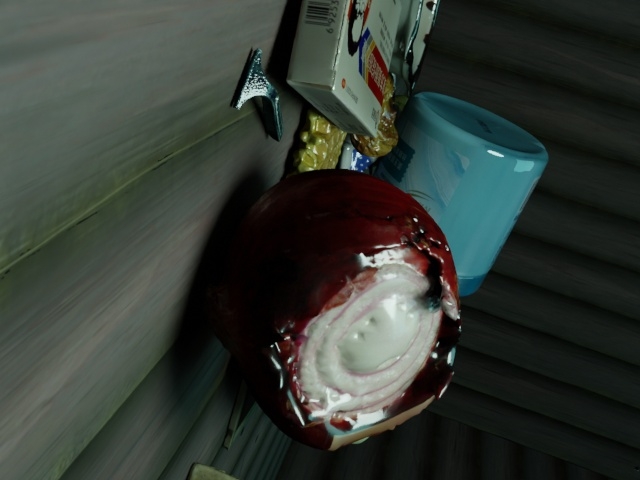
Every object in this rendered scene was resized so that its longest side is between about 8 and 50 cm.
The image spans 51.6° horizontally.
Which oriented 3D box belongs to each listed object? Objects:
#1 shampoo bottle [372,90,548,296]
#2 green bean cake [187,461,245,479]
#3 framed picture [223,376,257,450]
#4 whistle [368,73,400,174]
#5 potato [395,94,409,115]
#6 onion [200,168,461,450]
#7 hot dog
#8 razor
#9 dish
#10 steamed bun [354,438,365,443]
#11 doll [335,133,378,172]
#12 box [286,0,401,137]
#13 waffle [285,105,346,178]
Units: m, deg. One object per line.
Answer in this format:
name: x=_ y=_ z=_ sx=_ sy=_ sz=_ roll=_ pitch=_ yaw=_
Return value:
shampoo bottle: x=0.279 y=-0.109 z=1.459 sx=0.331 sy=0.331 sz=0.343 roll=-58 pitch=172 yaw=-64
green bean cake: x=-0.139 y=0.439 z=1.097 sx=0.109 sy=0.179 sz=0.085 roll=86 pitch=25 yaw=-67
framed picture: x=-0.129 y=0.259 z=1.370 sx=0.211 sy=0.020 sz=0.289 roll=-47 pitch=155 yaw=-72
whistle: x=0.133 y=-0.308 z=1.538 sx=0.142 sy=0.133 sz=0.346 roll=-57 pitch=155 yaw=-53
potato: x=0.231 y=-0.353 z=2.050 sx=0.169 sy=0.143 sz=0.248 roll=-63 pitch=-178 yaw=45
onion: x=0.021 y=0.067 z=0.837 sx=0.341 sy=0.341 sz=0.341 roll=19 pitch=90 yaw=-83
hot dog: x=0.099 y=-0.253 z=1.290 sx=0.227 sy=0.099 sz=0.160 roll=-95 pitch=179 yaw=-55
razor: x=-0.058 y=-0.146 z=0.753 sx=0.190 sy=0.033 sz=0.066 roll=66 pitch=43 yaw=-81
dish: x=0.141 y=-0.424 z=1.175 sx=0.303 sy=0.120 sz=0.303 roll=16 pitch=90 yaw=-79
steamed bun: x=0.048 y=0.195 z=1.255 sx=0.371 sy=0.290 sz=0.456 roll=-65 pitch=167 yaw=-7
doll: x=0.057 y=-0.133 z=1.421 sx=0.138 sy=0.119 sz=0.293 roll=64 pitch=39 yaw=-68
box: x=0.046 y=-0.272 z=0.888 sx=0.353 sy=0.069 sz=0.214 roll=0 pitch=102 yaw=-76
waffle: x=-0.002 y=-0.148 z=1.106 sx=0.253 sy=0.056 sz=0.249 roll=92 pitch=18 yaw=-65
